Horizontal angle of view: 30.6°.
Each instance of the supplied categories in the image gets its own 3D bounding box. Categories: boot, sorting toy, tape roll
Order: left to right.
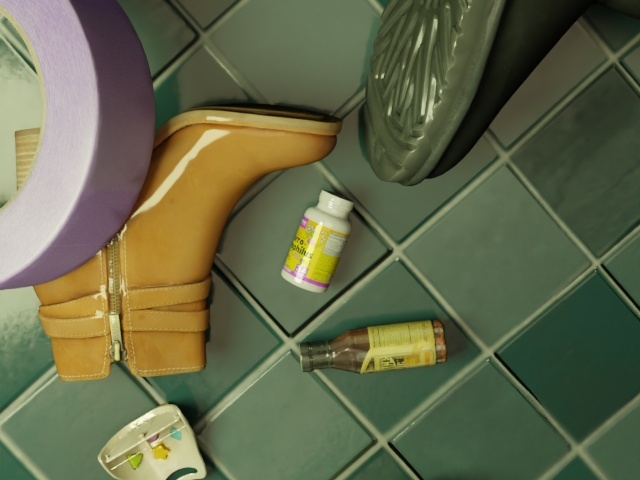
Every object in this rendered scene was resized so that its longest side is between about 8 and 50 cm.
[{"bbox_3d":[-0.269,-0.097,0.907,0.274,0.090,0.275,0,91,20],"label":"tape roll"},{"bbox_3d":[-0.140,0.192,1.032,0.083,0.045,0.075,-31,106,2],"label":"sorting toy"},{"bbox_3d":[-0.112,0.003,0.965,0.283,0.109,0.220,-7,97,2],"label":"boot"},{"bbox_3d":[0.291,-0.176,0.931,0.445,0.146,0.367,7,124,-21],"label":"boot"}]

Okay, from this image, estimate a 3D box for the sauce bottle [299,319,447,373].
[{"bbox_3d":[0.046,0.095,1.022,0.128,0.042,0.042,-7,99,1],"label":"sauce bottle"}]

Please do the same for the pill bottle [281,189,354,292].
[{"bbox_3d":[0.000,0.000,1.004,0.043,0.043,0.083,21,97,-5],"label":"pill bottle"}]
